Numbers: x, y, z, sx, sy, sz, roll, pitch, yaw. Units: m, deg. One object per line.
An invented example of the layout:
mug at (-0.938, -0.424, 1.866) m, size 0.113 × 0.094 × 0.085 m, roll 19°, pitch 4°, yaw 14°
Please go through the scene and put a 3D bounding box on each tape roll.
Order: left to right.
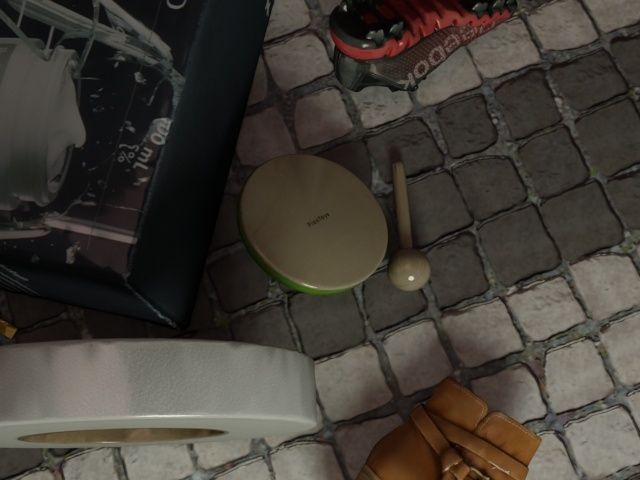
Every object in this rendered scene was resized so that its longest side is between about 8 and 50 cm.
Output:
tape roll at (-0.197, 0.162, 0.959) m, size 0.391 × 0.392 × 0.072 m, roll -4°, pitch 76°, yaw 4°

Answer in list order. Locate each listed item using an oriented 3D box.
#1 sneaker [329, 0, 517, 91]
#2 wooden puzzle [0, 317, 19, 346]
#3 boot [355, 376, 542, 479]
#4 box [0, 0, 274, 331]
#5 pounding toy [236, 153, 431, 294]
sneaker at (0.125, -0.259, 1.195) m, size 0.276 × 0.135 × 0.098 m, roll -23°, pitch 60°, yaw -25°
wooden puzzle at (-0.437, 0.135, 1.181) m, size 0.078 × 0.014 × 0.116 m, roll 37°, pitch 82°, yaw 13°
boot at (0.178, 0.308, 1.046) m, size 0.283 × 0.109 × 0.220 m, roll 37°, pitch 77°, yaw 20°
box at (-0.344, -0.189, 1.118) m, size 0.471 × 0.297 × 0.480 m, roll 11°, pitch 76°, yaw 6°
pounding toy at (0.000, 0.000, 1.147) m, size 0.236 × 0.110 × 0.183 m, roll 0°, pitch 61°, yaw -25°
